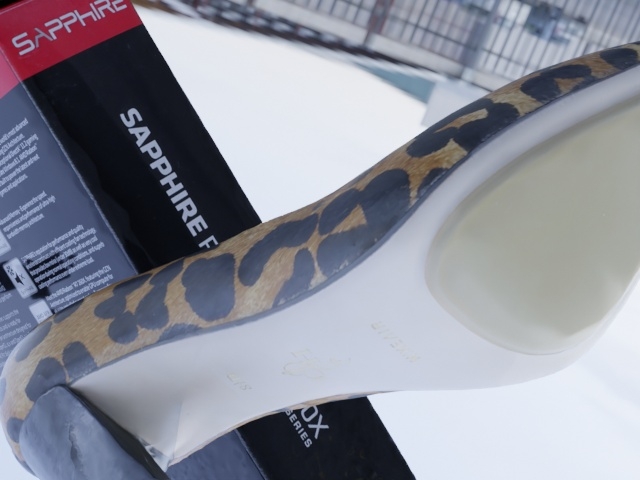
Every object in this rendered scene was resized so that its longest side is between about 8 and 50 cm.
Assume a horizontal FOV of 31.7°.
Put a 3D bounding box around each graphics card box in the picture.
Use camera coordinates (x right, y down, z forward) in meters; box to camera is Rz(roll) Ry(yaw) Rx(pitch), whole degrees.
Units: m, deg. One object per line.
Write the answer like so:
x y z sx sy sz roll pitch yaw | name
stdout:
-0.112 0.053 0.671 0.094 0.233 0.371 -35 -83 -39 | graphics card box

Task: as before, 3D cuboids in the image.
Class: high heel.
0.000 0.000 0.399 0.093 0.261 0.186 54 167 -32 | high heel
